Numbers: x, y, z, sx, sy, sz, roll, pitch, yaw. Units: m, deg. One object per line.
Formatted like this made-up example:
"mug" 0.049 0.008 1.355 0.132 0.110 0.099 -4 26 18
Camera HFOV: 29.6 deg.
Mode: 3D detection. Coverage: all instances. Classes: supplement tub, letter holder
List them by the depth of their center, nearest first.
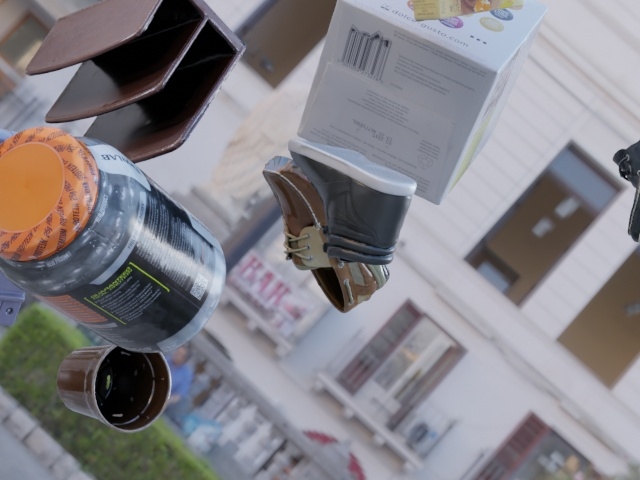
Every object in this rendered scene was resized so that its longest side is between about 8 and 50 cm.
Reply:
"supplement tub" -0.278 0.002 1.540 0.207 0.207 0.338 38 -5 32
"letter holder" -0.293 -0.224 1.724 0.302 0.214 0.152 -6 -42 46

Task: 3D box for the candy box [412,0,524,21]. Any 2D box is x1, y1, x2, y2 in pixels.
"candy box" 0.239 -0.544 2.060 0.087 0.183 0.316 15 -65 61

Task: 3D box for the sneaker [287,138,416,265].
"sneaker" 0.022 -0.053 1.725 0.105 0.147 0.296 5 15 -32

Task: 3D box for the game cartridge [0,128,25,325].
"game cartridge" -0.562 -0.019 1.984 0.230 0.355 0.068 6 30 -38

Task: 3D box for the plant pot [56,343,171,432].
"plant pot" -0.387 0.261 2.210 0.165 0.167 0.167 -3 -42 48

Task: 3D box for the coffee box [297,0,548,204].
"coffee box" 0.205 -0.342 2.438 0.338 0.334 0.338 28 -49 11

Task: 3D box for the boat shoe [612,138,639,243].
"boat shoe" 0.596 -0.155 2.219 0.113 0.340 0.127 14 -12 20

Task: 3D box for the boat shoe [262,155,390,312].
"boat shoe" 0.000 0.000 2.052 0.122 0.120 0.324 15 -31 53
